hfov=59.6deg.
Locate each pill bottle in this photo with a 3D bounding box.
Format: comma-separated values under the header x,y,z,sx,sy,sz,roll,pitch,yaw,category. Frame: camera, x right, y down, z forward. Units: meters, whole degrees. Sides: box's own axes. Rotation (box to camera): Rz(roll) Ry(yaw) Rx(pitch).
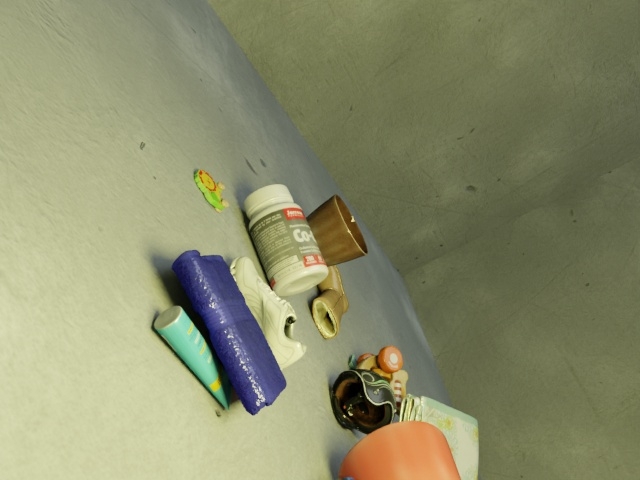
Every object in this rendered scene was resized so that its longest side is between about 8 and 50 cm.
x,y,z,sx,sy,sz,roll,pitch,yaw,category
-0.102,-0.003,1.547,0.283,0.161,0.161,66,13,19,pill bottle

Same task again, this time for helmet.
x,y,z,sx,sy,sz,roll,pitch,yaw,category
0.125,0.436,1.516,0.161,0.169,0.169,30,30,-36,helmet

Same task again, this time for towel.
x,y,z,sx,sy,sz,roll,pitch,yaw,category
0.362,0.668,1.708,0.374,0.090,0.321,31,58,-35,towel
-0.174,0.168,1.051,0.308,0.076,0.227,61,3,7,towel

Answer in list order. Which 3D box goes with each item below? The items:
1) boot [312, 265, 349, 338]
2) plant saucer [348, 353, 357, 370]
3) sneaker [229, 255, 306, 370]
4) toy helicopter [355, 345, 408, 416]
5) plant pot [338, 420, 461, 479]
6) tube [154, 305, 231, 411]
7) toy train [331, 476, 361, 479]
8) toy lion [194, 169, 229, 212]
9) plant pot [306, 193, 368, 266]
x,y,z,sx,sy,sz,roll,pitch,yaw,category
0.018,0.173,1.825,0.236,0.089,0.269,61,14,-2,boot
0.145,0.471,1.852,0.192,0.018,0.067,61,12,-7,plant saucer
-0.119,0.155,1.251,0.110,0.118,0.292,35,28,-61,sneaker
0.236,0.521,1.763,0.355,0.140,0.235,46,48,-12,toy helicopter
0.196,0.567,1.181,0.275,0.275,0.243,54,5,-32,plant pot
-0.208,0.203,0.965,0.080,0.052,0.207,-89,155,-55,tube
0.042,0.577,1.048,0.143,0.105,0.248,31,32,-47,toy train
-0.281,-0.131,1.418,0.096,0.034,0.100,35,29,-50,toy lion
0.000,0.000,1.784,0.215,0.230,0.215,57,14,-22,plant pot
